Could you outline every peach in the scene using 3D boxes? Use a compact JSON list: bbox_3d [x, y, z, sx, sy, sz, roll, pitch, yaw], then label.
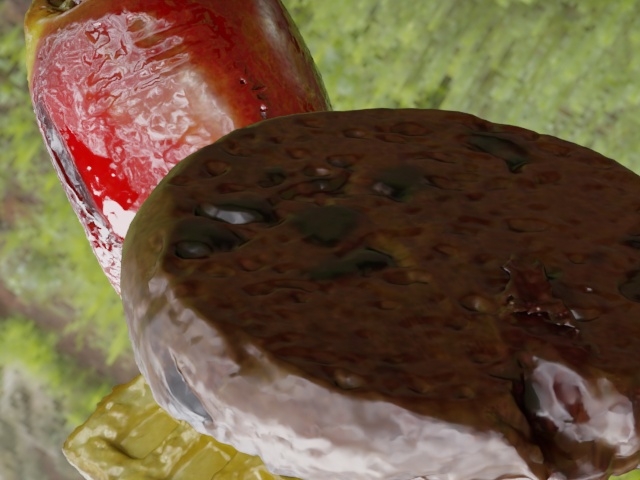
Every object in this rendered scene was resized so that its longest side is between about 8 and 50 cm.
[{"bbox_3d":[-0.066,-0.041,0.906,0.159,0.154,0.267,-10,111,16],"label":"peach"}]

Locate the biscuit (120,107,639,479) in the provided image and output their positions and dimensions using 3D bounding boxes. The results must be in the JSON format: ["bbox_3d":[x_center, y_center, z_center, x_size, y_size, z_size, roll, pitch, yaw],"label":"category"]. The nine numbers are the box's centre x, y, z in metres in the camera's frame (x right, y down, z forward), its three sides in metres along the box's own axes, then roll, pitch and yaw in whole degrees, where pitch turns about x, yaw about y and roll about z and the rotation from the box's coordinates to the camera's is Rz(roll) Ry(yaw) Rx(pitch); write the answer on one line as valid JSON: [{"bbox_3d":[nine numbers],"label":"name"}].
[{"bbox_3d":[0.030,0.013,0.465,0.192,0.192,0.049,23,121,28],"label":"biscuit"}]

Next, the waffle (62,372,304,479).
[{"bbox_3d":[-0.052,0.174,1.162,0.274,0.168,0.057,31,158,35],"label":"waffle"}]
